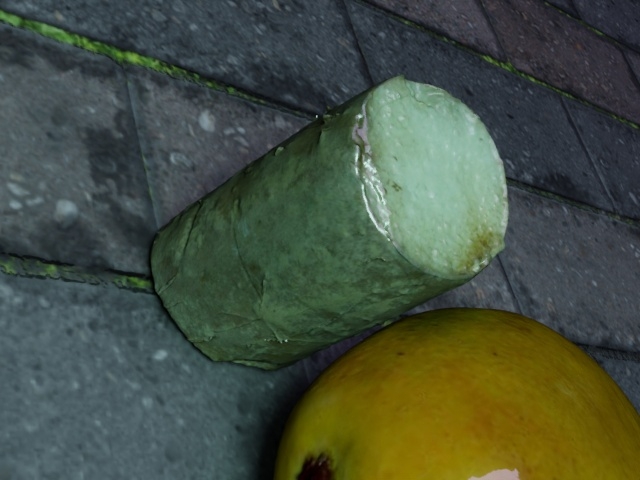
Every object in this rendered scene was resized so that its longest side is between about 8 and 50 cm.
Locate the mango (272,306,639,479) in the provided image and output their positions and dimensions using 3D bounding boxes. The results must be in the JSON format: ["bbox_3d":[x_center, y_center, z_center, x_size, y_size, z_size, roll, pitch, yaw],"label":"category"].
[{"bbox_3d":[0.138,0.193,0.757,0.446,0.232,0.300,-3,56,-56],"label":"mango"}]

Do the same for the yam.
[{"bbox_3d":[0.000,0.000,0.753,0.161,0.268,0.161,25,51,-35],"label":"yam"}]
